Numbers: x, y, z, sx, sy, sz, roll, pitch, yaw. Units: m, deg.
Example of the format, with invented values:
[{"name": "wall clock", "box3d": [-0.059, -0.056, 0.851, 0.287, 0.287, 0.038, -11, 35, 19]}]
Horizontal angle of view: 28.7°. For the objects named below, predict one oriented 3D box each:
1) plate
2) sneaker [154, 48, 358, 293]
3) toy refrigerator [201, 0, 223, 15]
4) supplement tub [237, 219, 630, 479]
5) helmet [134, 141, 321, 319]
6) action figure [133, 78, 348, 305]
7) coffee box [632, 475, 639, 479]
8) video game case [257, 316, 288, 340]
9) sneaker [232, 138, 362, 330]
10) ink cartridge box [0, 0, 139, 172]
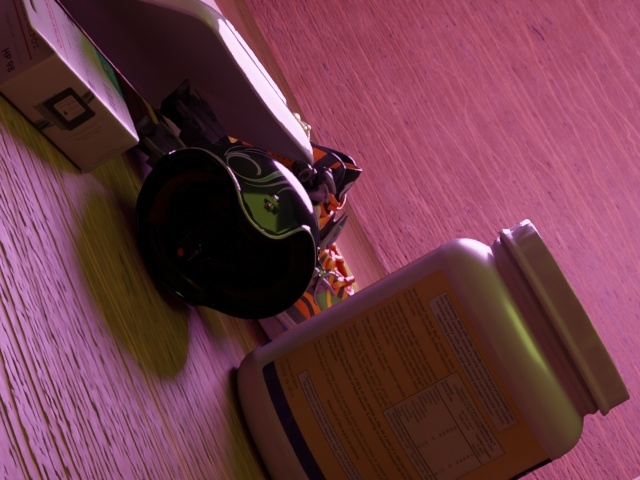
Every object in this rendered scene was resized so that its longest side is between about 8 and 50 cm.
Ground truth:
[{"name": "plate", "box3d": [-0.152, -0.205, 1.378, 0.277, 0.045, 0.278, 24, -16, 34]}, {"name": "sneaker", "box3d": [-0.059, -0.081, 1.609, 0.384, 0.147, 0.145, 54, 6, -4]}, {"name": "toy refrigerator", "box3d": [-0.238, -0.384, 1.923, 0.269, 0.094, 0.102, 57, 14, -25]}, {"name": "supplement tub", "box3d": [0.111, 0.146, 1.248, 0.241, 0.331, 0.241, 59, 7, -12]}, {"name": "helmet", "box3d": [-0.082, -0.010, 1.205, 0.161, 0.169, 0.169, 18, 40, -56]}, {"name": "action figure", "box3d": [-0.084, -0.037, 1.357, 0.285, 0.185, 0.099, 46, -27, -7]}, {"name": "coffee box", "box3d": [0.443, 0.606, 1.807, 0.338, 0.334, 0.337, 56, 7, -51]}, {"name": "video game case", "box3d": [-0.016, 0.151, 1.606, 0.285, 0.025, 0.204, 60, 7, -11]}, {"name": "sneaker", "box3d": [0.000, 0.000, 1.464, 0.321, 0.180, 0.124, 50, 9, 4]}, {"name": "ink cartridge box", "box3d": [-0.235, -0.151, 1.073, 0.180, 0.060, 0.104, 52, 12, -55]}]
